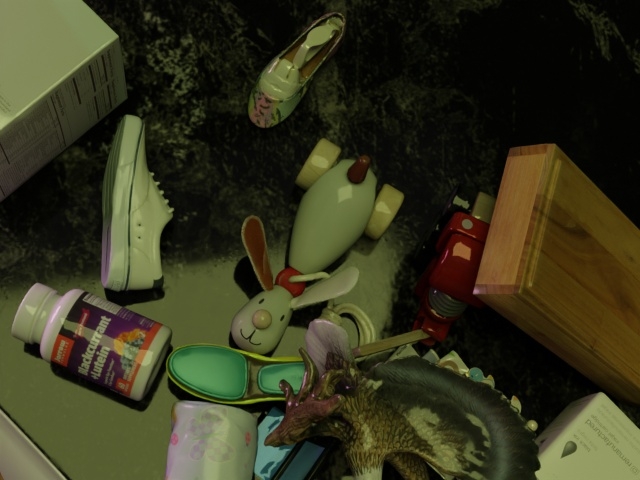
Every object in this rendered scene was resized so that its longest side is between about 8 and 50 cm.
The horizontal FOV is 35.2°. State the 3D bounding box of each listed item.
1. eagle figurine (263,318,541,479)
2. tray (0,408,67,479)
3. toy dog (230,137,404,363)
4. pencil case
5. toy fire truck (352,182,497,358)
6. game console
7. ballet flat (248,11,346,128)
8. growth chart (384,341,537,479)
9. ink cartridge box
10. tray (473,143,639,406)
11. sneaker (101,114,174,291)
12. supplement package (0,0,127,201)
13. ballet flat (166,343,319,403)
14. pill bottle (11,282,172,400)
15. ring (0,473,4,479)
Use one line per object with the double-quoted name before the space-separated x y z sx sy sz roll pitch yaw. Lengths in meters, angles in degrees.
"eagle figurine" 0.089 0.246 1.267 0.298 0.226 0.225 15 100 -24
"tray" -0.402 0.319 1.301 0.270 0.030 0.145 44 97 8
"toy dog" 0.000 0.000 1.408 0.220 0.161 0.334 12 71 -4
"pencil case" -0.156 0.342 1.304 0.124 0.113 0.273 -2 70 21
"toy fire truck" 0.157 0.069 1.363 0.158 0.217 0.246 25 62 0
"game console" -0.051 0.286 1.361 0.071 0.107 0.122 45 70 -23
"ballet flat" -0.035 -0.268 1.531 0.077 0.079 0.221 37 72 4
"growth chart" 0.177 0.242 1.431 0.237 0.021 0.172 38 71 4
"ink cartridge box" 0.340 0.378 1.358 0.283 0.117 0.207 -41 82 -17
"tray" 0.367 0.061 1.355 0.411 0.076 0.203 34 65 -39
"sneaker" -0.258 -0.050 1.438 0.091 0.094 0.258 7 75 -25
"supplement package" -0.435 -0.223 1.400 0.199 0.198 0.262 44 73 8
"ballet flat" -0.095 0.190 1.379 0.230 0.077 0.077 6 73 -5
"pill bottle" -0.307 0.130 1.353 0.193 0.108 0.108 23 71 0
"ring" -0.518 0.359 1.158 0.336 0.032 0.337 -1 62 2
